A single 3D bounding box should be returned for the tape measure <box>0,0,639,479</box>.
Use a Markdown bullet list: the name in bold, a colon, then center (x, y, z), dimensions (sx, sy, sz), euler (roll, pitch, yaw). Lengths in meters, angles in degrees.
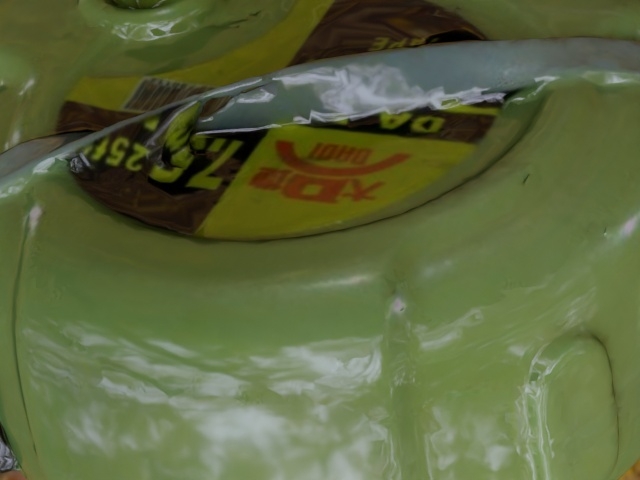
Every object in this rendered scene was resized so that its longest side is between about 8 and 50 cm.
- **tape measure**: center (0.000, 0.000, 0.433), dimensions (0.200, 0.175, 0.106), euler (5, 130, 16)
